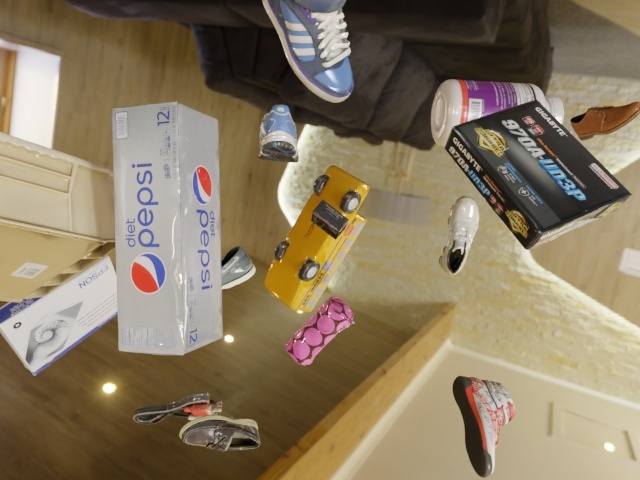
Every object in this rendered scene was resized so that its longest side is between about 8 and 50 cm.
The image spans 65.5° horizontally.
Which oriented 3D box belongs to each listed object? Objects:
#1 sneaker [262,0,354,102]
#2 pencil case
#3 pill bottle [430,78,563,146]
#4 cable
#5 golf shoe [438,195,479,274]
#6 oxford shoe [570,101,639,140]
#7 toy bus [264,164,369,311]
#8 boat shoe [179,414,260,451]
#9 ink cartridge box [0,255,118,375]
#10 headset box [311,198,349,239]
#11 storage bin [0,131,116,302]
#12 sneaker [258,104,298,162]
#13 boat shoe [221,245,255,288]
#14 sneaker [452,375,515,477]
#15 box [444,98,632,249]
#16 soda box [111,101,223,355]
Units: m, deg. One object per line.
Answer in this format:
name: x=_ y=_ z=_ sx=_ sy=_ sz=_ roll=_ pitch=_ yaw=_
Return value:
sneaker: x=0.014 y=-0.470 z=1.061 sx=0.130 sy=0.322 sz=0.236 roll=-39 pitch=-166 yaw=-26
pencil case: x=-0.002 y=0.256 z=1.380 sx=0.098 sy=0.209 sz=0.095 roll=47 pitch=-160 yaw=18
pill bottle: x=0.482 y=-0.343 z=1.372 sx=0.324 sy=0.181 sz=0.181 roll=2 pitch=-169 yaw=-6
cable: x=-0.391 y=0.475 z=1.361 sx=0.288 sy=0.139 sz=0.072 roll=-9 pitch=-129 yaw=5
golf shoe: x=0.306 y=-0.007 z=1.074 sx=0.069 sy=0.176 sz=0.086 roll=10 pitch=-167 yaw=6
oxford shoe: x=0.759 y=-0.331 z=1.334 sx=0.076 sy=0.076 sz=0.212 roll=44 pitch=163 yaw=-10
toy bus: x=0.000 y=0.000 z=1.158 sx=0.108 sy=0.332 sz=0.130 roll=36 pitch=-172 yaw=34
boat shoe: x=-0.170 y=0.342 z=0.874 sx=0.152 sy=0.056 sz=0.049 roll=13 pitch=-159 yaw=-37
ink cartridge box: x=-0.498 y=0.154 z=0.992 sx=0.045 sy=0.223 sz=0.223 roll=32 pitch=-127 yaw=23
headset box: x=0.017 y=-0.038 z=0.917 sx=0.062 sy=0.032 sz=0.083 roll=38 pitch=168 yaw=5
storage bin: x=-0.451 y=-0.022 z=0.679 sx=0.263 sy=0.123 sz=0.261 roll=-27 pitch=153 yaw=31
sneaker: x=-0.075 y=-0.193 z=0.937 sx=0.080 sy=0.081 sz=0.211 roll=2 pitch=180 yaw=-11
boat shoe: x=-0.358 y=0.114 z=1.497 sx=0.320 sy=0.098 sz=0.116 roll=-25 pitch=-148 yaw=-10
sneaker: x=0.447 y=0.478 z=1.295 sx=0.145 sy=0.090 sz=0.269 roll=9 pitch=-140 yaw=-11
box: x=0.325 y=-0.108 z=0.764 sx=0.175 sy=0.051 sz=0.220 roll=-20 pitch=-119 yaw=-17
soda box: x=-0.182 y=-0.013 z=0.605 sx=0.091 sy=0.285 sz=0.098 roll=-1 pitch=-179 yaw=17
